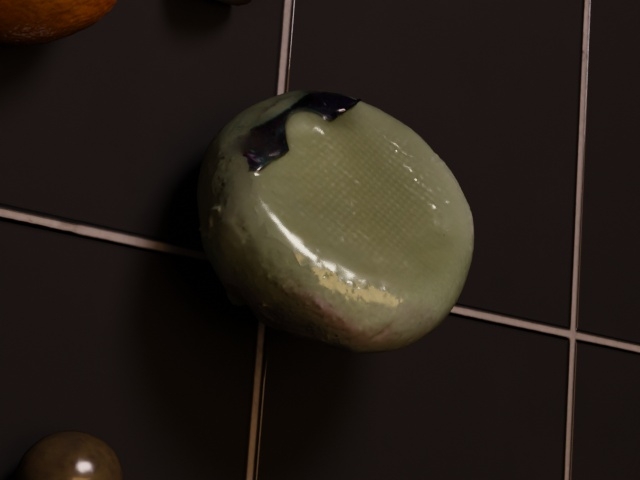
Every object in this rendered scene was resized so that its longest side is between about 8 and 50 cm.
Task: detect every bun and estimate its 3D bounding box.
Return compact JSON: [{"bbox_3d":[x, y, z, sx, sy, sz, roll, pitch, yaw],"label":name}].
[{"bbox_3d":[0.000,0.000,1.501,0.293,0.187,0.293,16,51,-21],"label":"bun"}]

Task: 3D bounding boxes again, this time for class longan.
[{"bbox_3d":[-0.221,0.222,1.337,0.119,0.106,0.106,82,30,-58],"label":"longan"}]

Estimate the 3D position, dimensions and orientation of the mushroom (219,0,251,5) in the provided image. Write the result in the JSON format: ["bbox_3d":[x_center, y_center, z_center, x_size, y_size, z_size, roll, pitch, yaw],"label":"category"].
[{"bbox_3d":[-0.037,-0.356,1.521,0.173,0.162,0.236,11,80,-39],"label":"mushroom"}]

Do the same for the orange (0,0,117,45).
[{"bbox_3d":[-0.257,-0.278,1.309,0.224,0.170,0.224,5,83,-43],"label":"orange"}]
